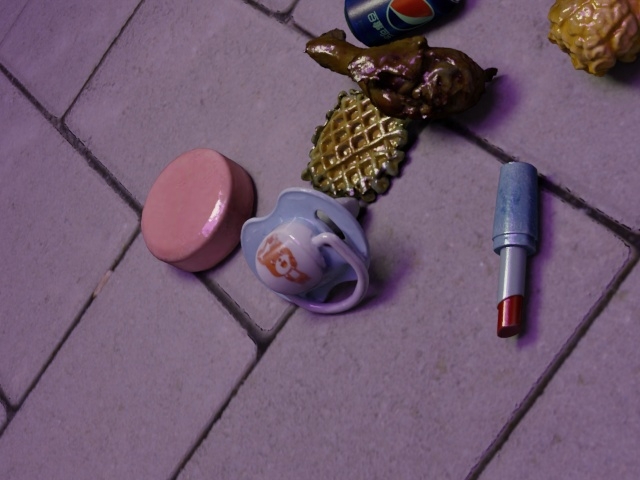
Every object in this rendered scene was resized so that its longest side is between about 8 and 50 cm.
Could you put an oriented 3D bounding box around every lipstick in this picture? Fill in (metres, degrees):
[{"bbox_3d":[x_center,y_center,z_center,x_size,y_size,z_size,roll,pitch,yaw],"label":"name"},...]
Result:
[{"bbox_3d":[0.295,0.015,1.652,0.068,0.061,0.274,-9,63,35],"label":"lipstick"}]

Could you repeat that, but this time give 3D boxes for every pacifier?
[{"bbox_3d":[0.000,0.000,1.867,0.279,0.227,0.207,-36,13,47],"label":"pacifier"}]

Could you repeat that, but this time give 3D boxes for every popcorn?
[{"bbox_3d":[0.432,-0.334,1.644,0.170,0.180,0.180,18,80,8],"label":"popcorn"}]

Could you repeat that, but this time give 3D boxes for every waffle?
[{"bbox_3d":[0.065,-0.170,1.948,0.214,0.054,0.207,26,90,42],"label":"waffle"}]

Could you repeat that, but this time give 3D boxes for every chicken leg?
[{"bbox_3d":[0.104,-0.284,1.843,0.361,0.211,0.140,16,99,30],"label":"chicken leg"}]

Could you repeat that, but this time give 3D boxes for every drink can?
[{"bbox_3d":[0.149,-0.436,1.966,0.205,0.118,0.118,-22,56,32],"label":"drink can"}]

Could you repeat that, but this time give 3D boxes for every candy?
[{"bbox_3d":[-0.249,-0.059,2.134,0.255,0.094,0.255,-18,59,33],"label":"candy"}]
